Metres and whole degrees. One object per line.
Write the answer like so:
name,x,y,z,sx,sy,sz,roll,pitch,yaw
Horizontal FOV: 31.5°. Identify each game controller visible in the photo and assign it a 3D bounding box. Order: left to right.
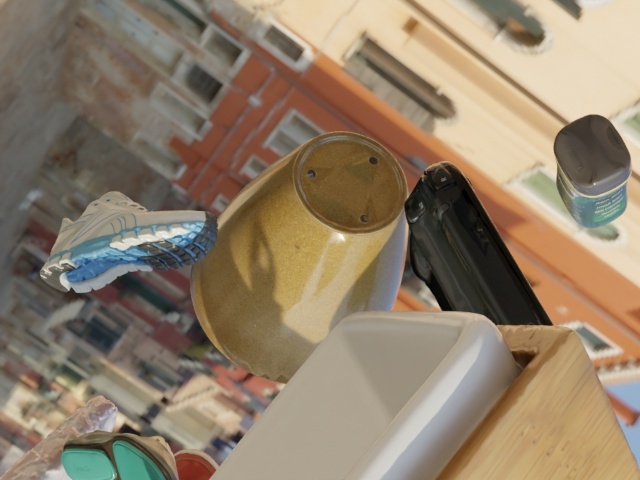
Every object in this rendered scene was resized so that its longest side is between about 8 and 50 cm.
game controller,0.155,0.089,0.930,0.067,0.319,0.166,-24,151,-3

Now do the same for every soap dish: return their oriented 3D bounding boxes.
soap dish,0.023,0.148,0.591,0.229,0.118,0.291,-50,-174,-11

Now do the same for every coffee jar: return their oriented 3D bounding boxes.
coffee jar,0.334,-0.084,1.395,0.079,0.096,0.184,-28,161,5

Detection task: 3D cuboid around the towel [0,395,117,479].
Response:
towel,-0.375,0.364,1.290,0.332,0.053,0.317,-48,168,-54

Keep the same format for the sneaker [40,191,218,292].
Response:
sneaker,-0.177,-0.013,1.040,0.191,0.071,0.082,-12,-121,27

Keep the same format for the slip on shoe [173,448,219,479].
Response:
slip on shoe,-0.185,0.474,1.711,0.101,0.123,0.331,51,29,-63

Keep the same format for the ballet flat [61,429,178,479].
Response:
ballet flat,-0.193,0.224,1.175,0.068,0.072,0.213,-23,-168,-40

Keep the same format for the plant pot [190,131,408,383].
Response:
plant pot,0.000,0.000,1.209,0.237,0.237,0.254,-59,180,-31
